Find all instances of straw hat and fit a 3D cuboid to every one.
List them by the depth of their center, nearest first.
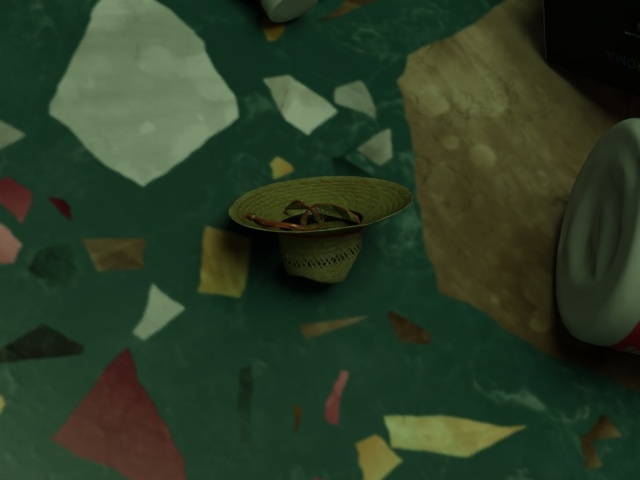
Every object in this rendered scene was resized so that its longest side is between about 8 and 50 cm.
[{"bbox_3d":[0.000,0.000,1.387,0.144,0.144,0.061,-12,109,-25],"label":"straw hat"}]

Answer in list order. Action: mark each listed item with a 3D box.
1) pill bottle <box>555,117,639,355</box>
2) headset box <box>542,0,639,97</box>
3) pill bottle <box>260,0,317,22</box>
[{"bbox_3d":[0.357,0.026,1.436,0.318,0.176,0.176,14,59,-12],"label":"pill bottle"},{"bbox_3d":[0.349,-0.218,1.531,0.246,0.131,0.283,27,53,33],"label":"headset box"},{"bbox_3d":[-0.046,-0.236,1.498,0.065,0.065,0.116,-20,70,-27],"label":"pill bottle"}]
